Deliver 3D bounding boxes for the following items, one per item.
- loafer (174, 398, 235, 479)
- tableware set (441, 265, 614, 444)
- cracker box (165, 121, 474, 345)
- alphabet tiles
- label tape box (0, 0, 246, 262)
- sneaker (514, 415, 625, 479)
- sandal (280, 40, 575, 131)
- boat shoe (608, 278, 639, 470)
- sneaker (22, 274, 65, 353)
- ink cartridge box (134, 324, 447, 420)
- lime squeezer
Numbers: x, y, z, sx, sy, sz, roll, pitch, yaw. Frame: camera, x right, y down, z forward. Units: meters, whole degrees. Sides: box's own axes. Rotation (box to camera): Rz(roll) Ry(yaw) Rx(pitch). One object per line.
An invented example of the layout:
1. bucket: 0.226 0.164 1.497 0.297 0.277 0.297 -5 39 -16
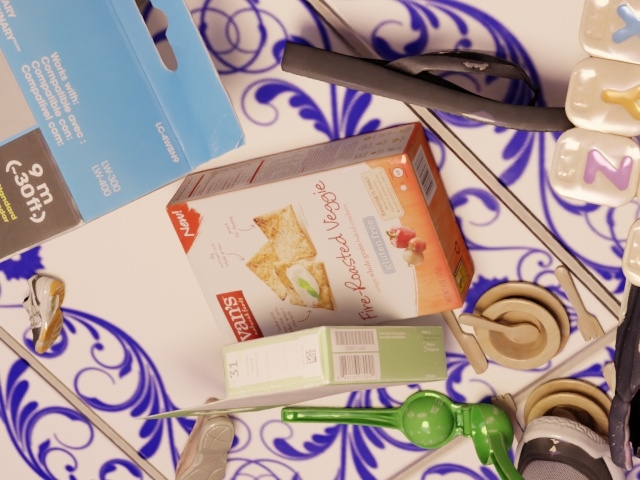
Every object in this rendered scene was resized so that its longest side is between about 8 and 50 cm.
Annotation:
1. loafer: -0.115 0.208 1.729 0.045 0.039 0.125 4 131 -25
2. tableware set: 0.201 0.125 1.578 0.128 0.039 0.194 -20 112 26
3. cracker box: 0.000 0.000 1.547 0.232 0.067 0.156 -12 116 23
4. alphabet tiles: 0.325 -0.091 1.348 0.278 0.021 0.284 12 95 11
5. label tape box: -0.260 -0.121 1.464 0.348 0.115 0.249 -21 96 37
6. sneaker: 0.213 0.293 1.588 0.101 0.153 0.268 7 132 20
7. sandal: 0.093 -0.134 1.431 0.254 0.097 0.054 15 96 7
8. boat shoe: 0.310 0.039 1.423 0.127 0.158 0.340 11 123 10
9. sneaker: -0.269 0.069 1.695 0.037 0.032 0.083 24 120 18
10. ink cartridge box: -0.029 0.117 1.571 0.235 0.171 0.056 -12 81 39
11. lime squeezer: 0.104 0.182 1.608 0.310 0.110 0.059 13 129 46
